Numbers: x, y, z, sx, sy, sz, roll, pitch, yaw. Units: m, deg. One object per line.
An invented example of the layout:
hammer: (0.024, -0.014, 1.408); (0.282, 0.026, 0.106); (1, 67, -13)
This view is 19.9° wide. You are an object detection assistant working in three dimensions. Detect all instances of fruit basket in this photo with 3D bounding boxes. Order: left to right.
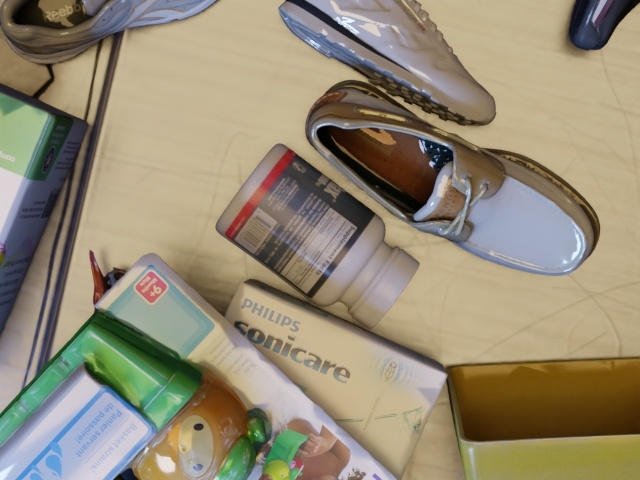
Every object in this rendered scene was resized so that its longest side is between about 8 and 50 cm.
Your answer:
fruit basket: (-0.135, 0.244, 1.598); (0.353, 0.165, 0.327); (44, 93, 1)

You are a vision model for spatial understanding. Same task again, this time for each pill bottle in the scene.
pill bottle: (0.000, 0.000, 1.739); (0.180, 0.108, 0.108); (37, 92, -1)

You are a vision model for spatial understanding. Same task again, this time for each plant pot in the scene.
plant pot: (0.232, 0.233, 1.706); (0.212, 0.212, 0.187); (-2, 105, 1)

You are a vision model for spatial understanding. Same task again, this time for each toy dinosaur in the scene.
toy dinosaur: (-0.215, 0.067, 1.765); (0.090, 0.047, 0.082); (36, 62, -29)

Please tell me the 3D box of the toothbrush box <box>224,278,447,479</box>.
toothbrush box: (-0.034, 0.211, 1.737); (0.216, 0.126, 0.295); (25, 90, 1)

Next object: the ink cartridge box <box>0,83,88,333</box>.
ink cartridge box: (-0.333, -0.008, 1.695); (0.117, 0.201, 0.278); (23, 92, 1)

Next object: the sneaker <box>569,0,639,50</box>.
sneaker: (0.363, -0.280, 1.731); (0.162, 0.106, 0.281); (29, 91, -3)

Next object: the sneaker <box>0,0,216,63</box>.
sneaker: (-0.185, -0.243, 1.727); (0.262, 0.121, 0.099); (-27, 92, 1)

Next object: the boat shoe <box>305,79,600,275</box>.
boat shoe: (0.120, -0.046, 1.726); (0.302, 0.103, 0.113); (26, 111, 3)

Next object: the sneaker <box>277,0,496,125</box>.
sneaker: (0.077, -0.194, 1.748); (0.235, 0.090, 0.095); (33, 81, -3)
